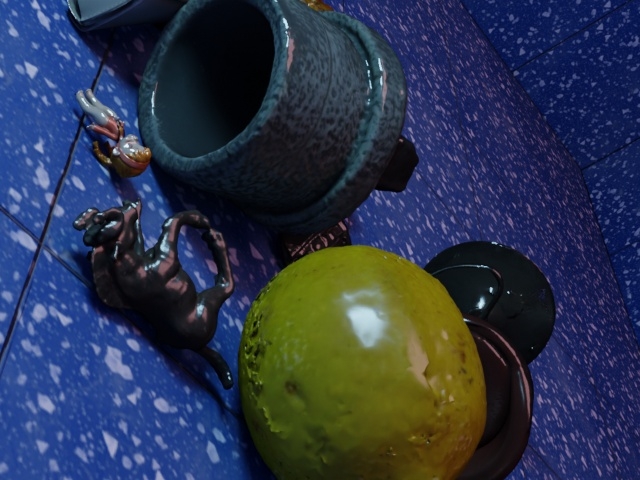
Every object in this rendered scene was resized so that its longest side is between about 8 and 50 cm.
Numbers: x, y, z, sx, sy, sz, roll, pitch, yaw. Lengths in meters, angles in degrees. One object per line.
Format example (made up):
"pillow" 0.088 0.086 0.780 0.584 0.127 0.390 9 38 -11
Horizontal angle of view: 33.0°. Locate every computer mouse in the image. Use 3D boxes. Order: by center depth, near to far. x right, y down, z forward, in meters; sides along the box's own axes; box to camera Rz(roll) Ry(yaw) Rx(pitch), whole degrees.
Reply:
"computer mouse" 0.000 0.000 1.470 0.106 0.062 0.192 58 20 -5

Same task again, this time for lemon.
"lemon" 0.043 0.148 1.117 0.258 0.258 0.310 34 26 -47

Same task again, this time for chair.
"chair" 0.200 0.161 1.490 0.226 0.226 0.401 57 22 -6

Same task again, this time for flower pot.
"flower pot" -0.048 -0.164 1.311 0.283 0.299 0.299 19 44 -47

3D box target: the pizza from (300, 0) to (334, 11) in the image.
"pizza" -0.005 -0.326 1.765 0.278 0.114 0.409 50 13 10

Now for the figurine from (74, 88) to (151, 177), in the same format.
"figurine" -0.224 -0.114 1.152 0.109 0.047 0.064 53 28 6

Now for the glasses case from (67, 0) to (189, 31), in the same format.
"glasses case" -0.172 -0.313 1.340 0.308 0.128 0.083 -21 99 -59

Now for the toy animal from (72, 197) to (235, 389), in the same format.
"toy animal" -0.157 0.044 1.078 0.233 0.084 0.148 56 38 -27

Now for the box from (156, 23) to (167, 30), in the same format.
"box" -0.241 -0.354 1.429 0.177 0.036 0.115 37 31 -44
